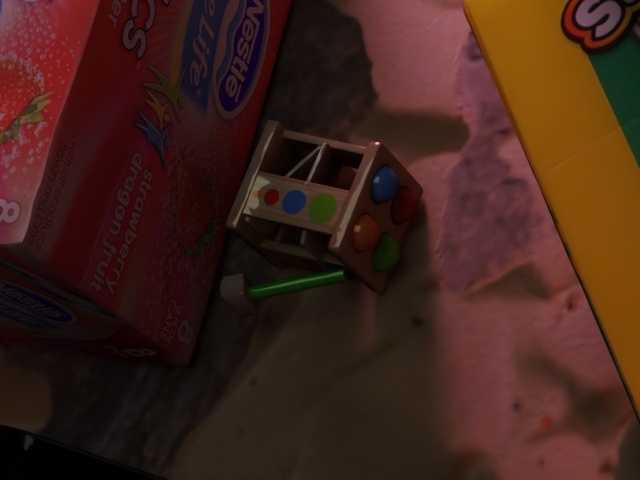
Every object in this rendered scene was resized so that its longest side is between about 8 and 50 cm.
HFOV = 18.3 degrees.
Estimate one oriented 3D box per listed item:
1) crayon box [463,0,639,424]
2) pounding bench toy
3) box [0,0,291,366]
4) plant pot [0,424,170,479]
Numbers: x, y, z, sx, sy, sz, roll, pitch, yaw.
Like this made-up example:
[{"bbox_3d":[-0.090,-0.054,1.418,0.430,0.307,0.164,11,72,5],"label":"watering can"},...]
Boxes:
[{"bbox_3d":[0.266,-0.047,0.699,0.363,0.106,0.313,-30,54,17],"label":"crayon box"},{"bbox_3d":[0.000,0.000,0.862,0.065,0.052,0.083,14,75,30],"label":"pounding bench toy"},{"bbox_3d":[-0.112,-0.109,0.908,0.142,0.154,0.300,5,69,28],"label":"box"},{"bbox_3d":[-0.128,0.169,0.784,0.188,0.187,0.167,14,87,30],"label":"plant pot"}]
